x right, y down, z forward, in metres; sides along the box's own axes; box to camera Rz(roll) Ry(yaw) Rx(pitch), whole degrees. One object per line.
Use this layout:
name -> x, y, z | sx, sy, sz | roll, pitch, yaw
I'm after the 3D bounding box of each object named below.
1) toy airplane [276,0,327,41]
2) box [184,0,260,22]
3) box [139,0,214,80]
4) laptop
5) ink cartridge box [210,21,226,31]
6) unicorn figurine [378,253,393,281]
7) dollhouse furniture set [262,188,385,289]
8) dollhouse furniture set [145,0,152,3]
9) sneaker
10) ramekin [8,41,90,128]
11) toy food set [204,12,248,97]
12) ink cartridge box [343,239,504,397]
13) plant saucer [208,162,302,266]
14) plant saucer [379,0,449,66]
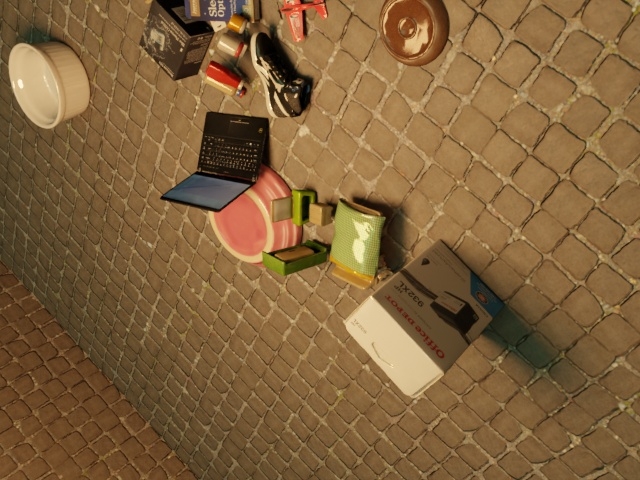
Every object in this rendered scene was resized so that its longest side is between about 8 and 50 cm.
toy airplane -> -0.042, -0.542, 1.540 | 0.151, 0.028, 0.151 | 20, 126, 31
box -> -0.256, -0.613, 1.645 | 0.225, 0.036, 0.136 | 11, 116, 25
box -> -0.388, -0.544, 1.789 | 0.156, 0.093, 0.158 | 47, 136, 10
laptop -> -0.288, -0.217, 1.786 | 0.234, 0.136, 0.264 | 14, 96, 35
ink cartridge box -> -0.262, -0.583, 1.704 | 0.048, 0.028, 0.083 | -10, 106, 41
unicorn figurine -> 0.103, 0.048, 1.717 | 0.162, 0.060, 0.111 | 54, 131, 7
dollhouse furniture set -> 0.000, 0.000, 1.653 | 0.301, 0.151, 0.197 | 24, 120, 46
dollhouse furniture set -> -0.483, -0.758, 1.675 | 0.161, 0.212, 0.242 | -8, 80, 44
sneaker -> -0.086, -0.407, 1.625 | 0.121, 0.079, 0.217 | 5, 124, 35
ramekin -> -0.889, -0.521, 2.197 | 0.277, 0.135, 0.277 | 19, 123, 32
toy food set -> -0.216, -0.443, 1.668 | 0.104, 0.111, 0.232 | 27, 137, -10
ink cartridge box -> 0.237, 0.166, 1.491 | 0.223, 0.307, 0.129 | 47, 135, 10
plant saucer -> -0.205, -0.065, 1.901 | 0.332, 0.084, 0.332 | 19, 123, 32
plant saucer -> 0.188, -0.448, 1.396 | 0.168, 0.029, 0.168 | 19, 123, 31
